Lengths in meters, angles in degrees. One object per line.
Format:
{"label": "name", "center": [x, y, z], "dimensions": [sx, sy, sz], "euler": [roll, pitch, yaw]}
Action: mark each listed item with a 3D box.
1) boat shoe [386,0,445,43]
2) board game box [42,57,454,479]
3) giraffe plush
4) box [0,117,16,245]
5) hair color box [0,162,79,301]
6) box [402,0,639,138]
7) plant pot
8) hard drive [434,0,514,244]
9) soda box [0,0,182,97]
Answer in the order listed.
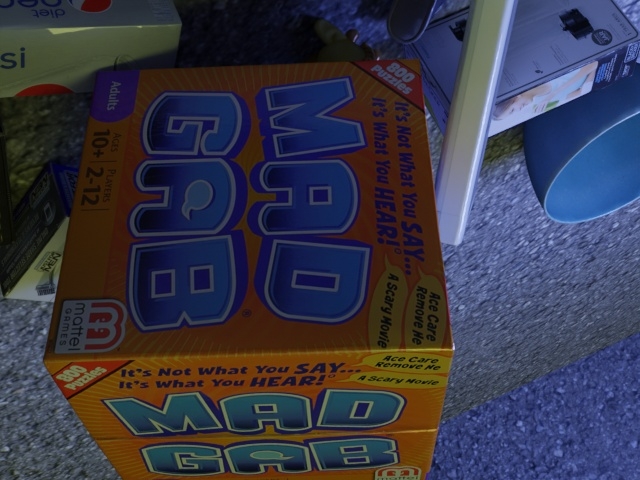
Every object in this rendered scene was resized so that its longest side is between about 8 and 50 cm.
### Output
{"label": "boat shoe", "center": [0.150, -0.354, 1.093], "dimensions": [0.206, 0.075, 0.065], "euler": [-59, 179, 36]}
{"label": "board game box", "center": [-0.059, 0.052, 0.957], "dimensions": [0.356, 0.356, 0.356], "euler": [-2, 145, 1]}
{"label": "giraffe plush", "center": [0.007, -0.195, 1.126], "dimensions": [0.210, 0.170, 0.181], "euler": [7, 158, 29]}
{"label": "box", "center": [-0.521, -0.057, 1.028], "dimensions": [0.270, 0.060, 0.216], "euler": [-11, 147, -24]}
{"label": "hair color box", "center": [-0.284, 0.009, 1.263], "dimensions": [0.339, 0.110, 0.185], "euler": [10, 135, -47]}
{"label": "box", "center": [0.281, -0.263, 1.205], "dimensions": [0.290, 0.169, 0.087], "euler": [-25, 153, -5]}
{"label": "plant pot", "center": [0.455, -0.194, 1.409], "dimensions": [0.290, 0.195, 0.290], "euler": [-18, 148, -12]}
{"label": "hard drive", "center": [0.188, -0.195, 0.989], "dimensions": [0.233, 0.047, 0.353], "euler": [-49, 151, -68]}
{"label": "soda box", "center": [-0.301, -0.220, 0.910], "dimensions": [0.286, 0.091, 0.098], "euler": [-9, 146, -26]}
